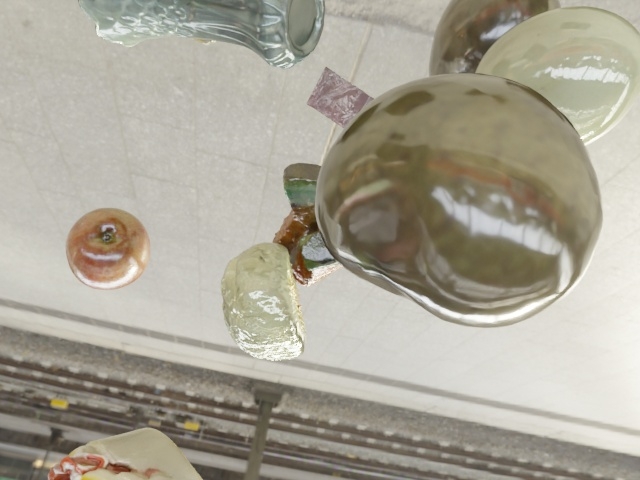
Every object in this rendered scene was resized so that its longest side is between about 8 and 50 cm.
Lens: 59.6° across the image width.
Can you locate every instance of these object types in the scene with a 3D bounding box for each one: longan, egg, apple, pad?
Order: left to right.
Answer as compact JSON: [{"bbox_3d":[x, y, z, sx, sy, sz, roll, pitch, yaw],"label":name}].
[{"bbox_3d":[-0.485,0.018,1.282,0.188,0.188,0.174,16,156,-11],"label":"apple"},{"bbox_3d":[0.067,-0.329,1.368,0.187,0.006,0.113,33,130,-1],"label":"pad"},{"bbox_3d":[0.114,-0.037,0.499,0.245,0.246,0.215,-9,107,32],"label":"longan"},{"bbox_3d":[0.388,-0.437,1.263,0.288,0.289,0.350,15,145,-9],"label":"longan"},{"bbox_3d":[0.362,-0.243,0.875,0.219,0.219,0.269,24,163,-25],"label":"egg"}]

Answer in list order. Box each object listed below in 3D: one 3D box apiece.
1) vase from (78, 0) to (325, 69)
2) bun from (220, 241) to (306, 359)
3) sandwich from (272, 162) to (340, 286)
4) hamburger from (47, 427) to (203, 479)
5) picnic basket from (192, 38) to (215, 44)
[{"bbox_3d":[-0.072,-0.153,0.359,0.148,0.081,0.081,20,156,21],"label":"vase"},{"bbox_3d":[-0.113,0.125,1.080,0.153,0.244,0.244,-16,151,-3],"label":"bun"},{"bbox_3d":[0.000,0.000,1.126,0.250,0.162,0.301,23,135,-10],"label":"sandwich"},{"bbox_3d":[-0.237,0.373,0.691,0.227,0.151,0.295,31,122,24],"label":"hamburger"},{"bbox_3d":[-0.274,-0.513,0.972,0.312,0.228,0.175,20,159,-13],"label":"picnic basket"}]
